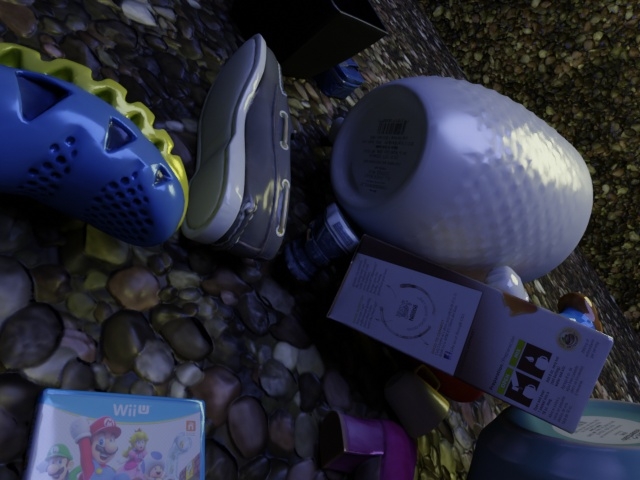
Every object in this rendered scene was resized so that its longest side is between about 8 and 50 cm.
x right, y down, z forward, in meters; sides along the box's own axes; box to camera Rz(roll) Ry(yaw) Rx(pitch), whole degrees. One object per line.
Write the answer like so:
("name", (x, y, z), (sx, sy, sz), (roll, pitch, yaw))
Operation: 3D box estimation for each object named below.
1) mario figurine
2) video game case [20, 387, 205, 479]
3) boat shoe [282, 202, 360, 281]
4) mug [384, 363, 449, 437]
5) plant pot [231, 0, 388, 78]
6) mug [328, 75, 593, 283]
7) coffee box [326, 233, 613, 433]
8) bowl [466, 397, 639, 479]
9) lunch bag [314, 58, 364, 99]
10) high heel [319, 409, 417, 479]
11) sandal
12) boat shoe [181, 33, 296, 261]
("mario figurine", (0.256, 0.122, 0.668), (0.321, 0.170, 0.197), (1, 100, -28))
("video game case", (-0.127, 0.183, 0.281), (0.119, 0.015, 0.166), (23, 45, -40))
("boat shoe", (0.000, 0.000, 0.563), (0.065, 0.083, 0.183), (56, 6, -2))
("mug", (0.112, 0.192, 0.550), (0.064, 0.062, 0.078), (49, 13, 4))
("plant pot", (-0.032, -0.376, 0.739), (0.187, 0.167, 0.188), (60, 32, 5))
("mug", (0.161, -0.106, 0.685), (0.328, 0.276, 0.374), (13, 17, -40))
("coffee box", (0.149, 0.089, 0.490), (0.247, 0.098, 0.141), (23, -1, 15))
("bowl", (0.276, 0.256, 0.435), (0.312, 0.312, 0.162), (5, 79, -51))
("lunch bag", (0.042, -0.327, 0.885), (0.098, 0.065, 0.067), (-20, 79, -56))
("high heel", (0.061, 0.273, 0.388), (0.117, 0.082, 0.244), (25, 30, -25))
("sandal", (-0.237, -0.074, 0.274), (0.318, 0.126, 0.138), (30, 44, -22))
("boat shoe", (-0.081, -0.115, 0.514), (0.091, 0.109, 0.304), (30, 48, -36))
